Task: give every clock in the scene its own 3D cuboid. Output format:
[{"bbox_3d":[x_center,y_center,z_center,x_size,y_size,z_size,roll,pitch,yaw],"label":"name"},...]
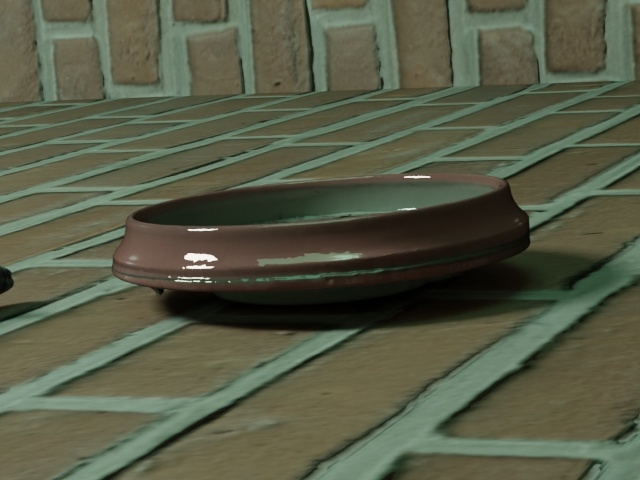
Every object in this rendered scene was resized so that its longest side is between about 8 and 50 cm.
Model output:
[{"bbox_3d":[0.000,0.002,1.126,0.244,0.056,0.244,-6,8,1],"label":"clock"}]

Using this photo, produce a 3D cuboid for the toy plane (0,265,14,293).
[{"bbox_3d":[-0.263,0.015,1.046,0.212,0.088,0.267,32,27,35],"label":"toy plane"}]
